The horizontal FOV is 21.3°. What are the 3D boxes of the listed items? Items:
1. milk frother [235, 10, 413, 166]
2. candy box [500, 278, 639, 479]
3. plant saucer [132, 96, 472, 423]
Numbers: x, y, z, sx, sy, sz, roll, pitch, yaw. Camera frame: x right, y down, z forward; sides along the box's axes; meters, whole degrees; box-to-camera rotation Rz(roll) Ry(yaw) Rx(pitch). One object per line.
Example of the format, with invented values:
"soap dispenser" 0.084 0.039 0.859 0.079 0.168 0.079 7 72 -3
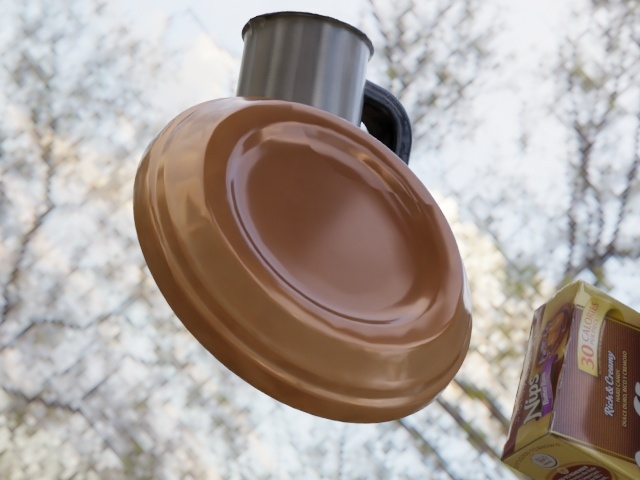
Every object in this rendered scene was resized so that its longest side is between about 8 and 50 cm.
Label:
"milk frother" -0.029 -0.049 1.050 0.143 0.135 0.129 -5 -23 35
"candy box" 0.200 0.115 0.978 0.186 0.109 0.053 28 -37 -15
"plant saucer" 0.000 0.000 0.875 0.200 0.200 0.037 47 -50 7
